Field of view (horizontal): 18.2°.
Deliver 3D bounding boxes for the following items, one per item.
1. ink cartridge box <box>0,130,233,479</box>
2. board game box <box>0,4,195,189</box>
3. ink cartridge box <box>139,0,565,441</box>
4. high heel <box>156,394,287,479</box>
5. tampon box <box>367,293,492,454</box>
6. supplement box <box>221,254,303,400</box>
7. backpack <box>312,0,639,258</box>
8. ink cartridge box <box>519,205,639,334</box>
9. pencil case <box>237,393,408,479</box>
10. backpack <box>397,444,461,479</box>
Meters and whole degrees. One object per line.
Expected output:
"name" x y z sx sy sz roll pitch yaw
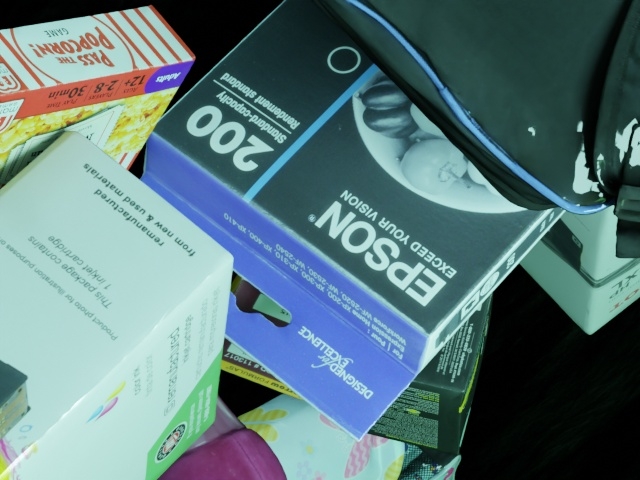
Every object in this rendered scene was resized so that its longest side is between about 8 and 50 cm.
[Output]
"ink cartridge box" -0.180 0.110 1.006 0.278 0.117 0.201 -45 164 -25
"board game box" -0.168 -0.032 1.043 0.147 0.045 0.193 -18 151 -48
"ink cartridge box" 0.011 -0.028 1.094 0.208 0.206 0.045 -47 157 -17
"high heel" -0.143 0.226 1.414 0.127 0.181 0.377 -21 162 -33
"tampon box" 0.080 0.086 1.612 0.161 0.101 0.120 84 20 -67
"supplement box" 0.000 0.000 1.198 0.188 0.104 0.081 -79 -164 -46
"backpack" 0.126 -0.172 0.982 0.263 0.276 0.213 -46 -168 1
"ink cartridge box" 0.272 -0.077 1.643 0.223 0.129 0.307 -37 161 -10
"pencil case" -0.053 0.208 1.678 0.273 0.113 0.124 -23 115 -39
"backpack" 0.016 0.285 1.900 0.253 0.191 0.225 -29 159 -16
